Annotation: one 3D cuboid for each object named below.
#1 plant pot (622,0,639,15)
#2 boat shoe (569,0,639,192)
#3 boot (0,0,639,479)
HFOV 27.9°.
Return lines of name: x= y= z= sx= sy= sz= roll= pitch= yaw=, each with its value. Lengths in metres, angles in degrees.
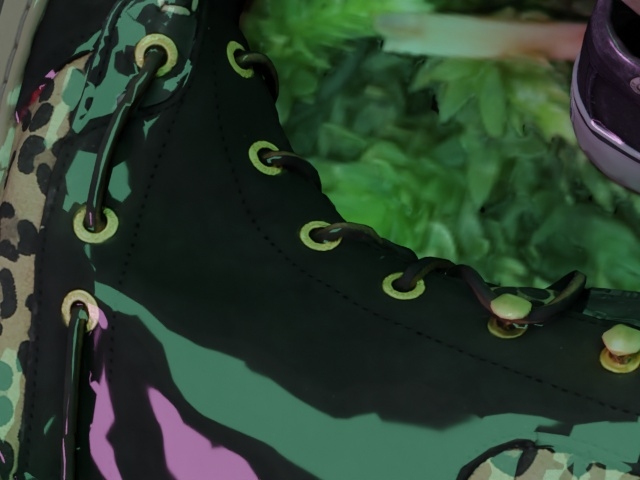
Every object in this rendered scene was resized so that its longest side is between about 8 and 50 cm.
plant pot: x=0.178 y=-0.244 z=0.441 sx=0.333 sy=0.334 sz=0.305 roll=-4 pitch=58 yaw=5
boat shoe: x=0.249 y=-0.042 z=0.508 sx=0.301 sy=0.102 sz=0.108 roll=20 pitch=73 yaw=13
boot: x=0.000 y=0.000 z=0.500 sx=0.284 sy=0.138 sz=0.377 roll=18 pitch=76 yaw=14
